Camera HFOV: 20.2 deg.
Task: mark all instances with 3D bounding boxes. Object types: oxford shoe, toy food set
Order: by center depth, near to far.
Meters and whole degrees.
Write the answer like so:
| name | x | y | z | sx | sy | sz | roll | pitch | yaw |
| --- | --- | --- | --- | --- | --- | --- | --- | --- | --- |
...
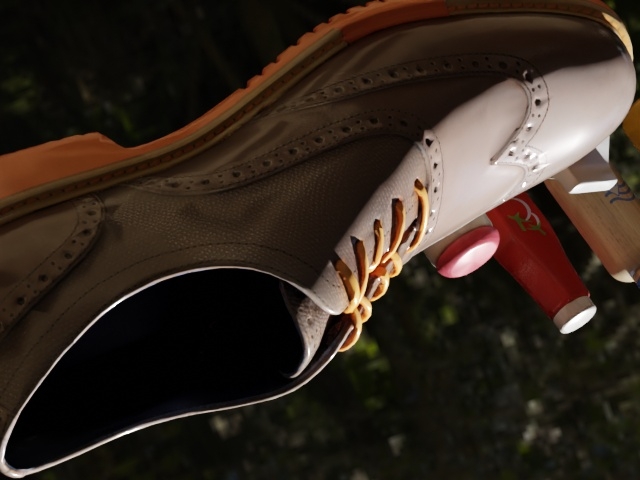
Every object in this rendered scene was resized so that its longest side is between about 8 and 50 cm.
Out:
| name | x | y | z | sx | sy | sz | roll | pitch | yaw |
| --- | --- | --- | --- | --- | --- | --- | --- | --- | --- |
| oxford shoe | 0.000 | 0.000 | 0.768 | 0.363 | 0.130 | 0.133 | -25 | -136 | -17 |
| toy food set | 0.138 | -0.014 | 0.998 | 0.232 | 0.104 | 0.111 | -6 | 145 | -48 |
